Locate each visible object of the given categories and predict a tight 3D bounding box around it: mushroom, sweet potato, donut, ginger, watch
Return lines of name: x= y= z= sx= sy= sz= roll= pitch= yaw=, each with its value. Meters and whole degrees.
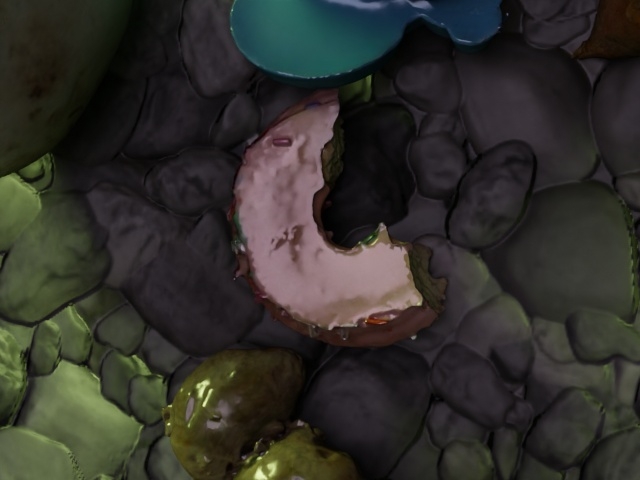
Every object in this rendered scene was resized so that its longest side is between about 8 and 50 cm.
mushroom: x=-0.253 y=-0.164 z=0.741 sx=0.243 sy=0.243 sz=0.244 roll=-1 pitch=86 yaw=17
sweet potato: x=0.242 y=-0.171 z=0.660 sx=0.226 sy=0.068 sz=0.068 roll=-32 pitch=78 yaw=12
donut: x=0.000 y=0.000 z=0.721 sx=0.117 sy=0.065 sz=0.166 roll=-27 pitch=78 yaw=11
ginger: x=-0.011 y=0.154 z=0.707 sx=0.104 sy=0.080 sz=0.204 roll=-42 pitch=75 yaw=4
watch: x=0.021 y=-0.206 z=0.649 sx=0.211 sy=0.193 sz=0.211 roll=-3 pitch=73 yaw=9

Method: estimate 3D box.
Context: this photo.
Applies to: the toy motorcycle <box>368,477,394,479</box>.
toy motorcycle: x=0.003 y=0.289 z=0.596 sx=0.206 sy=0.142 sz=0.342 roll=57 pitch=136 yaw=41
